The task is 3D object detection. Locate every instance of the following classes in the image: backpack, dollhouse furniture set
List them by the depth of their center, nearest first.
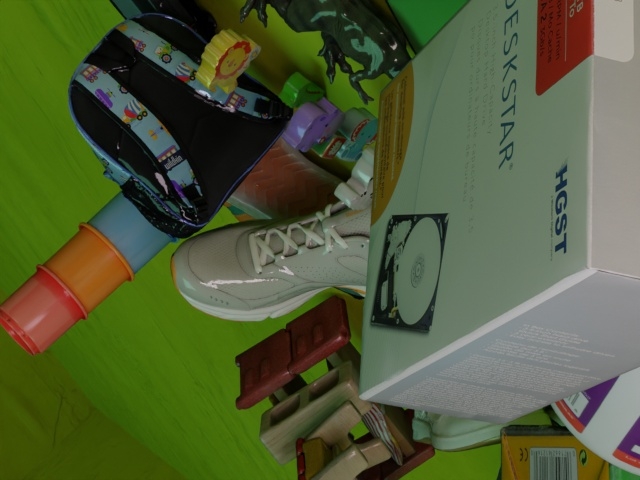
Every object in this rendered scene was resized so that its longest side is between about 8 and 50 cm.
[{"bbox_3d":[-0.138,-0.105,1.247,0.173,0.158,0.117,39,162,-6],"label":"backpack"},{"bbox_3d":[0.021,0.238,1.513,0.201,0.152,0.374,52,-168,-19],"label":"dollhouse furniture set"}]

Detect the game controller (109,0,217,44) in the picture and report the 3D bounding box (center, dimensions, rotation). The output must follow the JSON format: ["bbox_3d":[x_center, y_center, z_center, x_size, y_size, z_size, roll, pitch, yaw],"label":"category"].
[{"bbox_3d":[-0.214,-0.292,1.301,0.319,0.067,0.166,52,175,-18],"label":"game controller"}]

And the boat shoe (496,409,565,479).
[{"bbox_3d":[0.228,0.242,1.449,0.084,0.079,0.233,43,159,14],"label":"boat shoe"}]

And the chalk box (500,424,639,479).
[{"bbox_3d":[0.294,0.228,1.016,0.289,0.179,0.180,5,172,-18],"label":"chalk box"}]

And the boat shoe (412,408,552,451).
[{"bbox_3d":[0.147,0.157,1.406,0.277,0.098,0.096,159,104,-74],"label":"boat shoe"}]

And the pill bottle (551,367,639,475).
[{"bbox_3d":[0.228,0.011,0.779,0.181,0.181,0.323,40,161,15],"label":"pill bottle"}]

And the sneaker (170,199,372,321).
[{"bbox_3d":[0.000,0.000,1.228,0.121,0.262,0.099,109,153,-59],"label":"sneaker"}]

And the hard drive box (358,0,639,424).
[{"bbox_3d":[0.105,-0.029,0.656,0.089,0.181,0.232,12,157,-18],"label":"hard drive box"}]

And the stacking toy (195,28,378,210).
[{"bbox_3d":[0.014,-0.092,1.128,0.167,0.052,0.221,41,-166,18],"label":"stacking toy"}]

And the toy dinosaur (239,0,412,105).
[{"bbox_3d":[0.001,-0.175,1.073,0.268,0.064,0.118,50,158,-5],"label":"toy dinosaur"}]

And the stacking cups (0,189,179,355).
[{"bbox_3d":[-0.191,-0.008,1.429,0.096,0.316,0.096,38,159,17],"label":"stacking cups"}]

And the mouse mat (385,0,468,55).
[{"bbox_3d":[0.112,-0.131,1.000,0.152,0.007,0.190,20,151,52],"label":"mouse mat"}]

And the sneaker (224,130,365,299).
[{"bbox_3d":[-0.051,-0.044,1.380,0.302,0.108,0.121,41,158,10],"label":"sneaker"}]
